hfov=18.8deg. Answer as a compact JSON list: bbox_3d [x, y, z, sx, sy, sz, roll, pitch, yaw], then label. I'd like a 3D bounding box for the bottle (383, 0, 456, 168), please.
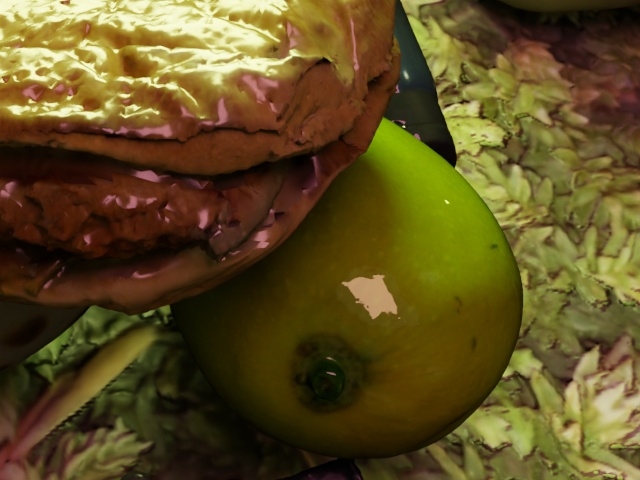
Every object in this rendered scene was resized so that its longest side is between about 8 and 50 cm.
[{"bbox_3d":[0.022,-0.141,1.272,0.072,0.082,0.244,-27,63,14],"label":"bottle"}]

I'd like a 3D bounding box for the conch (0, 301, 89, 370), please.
[{"bbox_3d":[-0.231,-0.006,1.085,0.275,0.148,0.182,15,44,-1],"label":"conch"}]

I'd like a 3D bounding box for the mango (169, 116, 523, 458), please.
[{"bbox_3d":[0.000,0.000,1.096,0.192,0.156,0.343,8,27,-21],"label":"mango"}]

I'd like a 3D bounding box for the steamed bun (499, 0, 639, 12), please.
[{"bbox_3d":[0.217,-0.330,1.341,0.324,0.219,0.309,-5,63,-17],"label":"steamed bun"}]

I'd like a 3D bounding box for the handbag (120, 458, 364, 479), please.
[{"bbox_3d":[-0.103,0.250,0.990,0.326,0.118,0.269,-15,73,-23],"label":"handbag"}]

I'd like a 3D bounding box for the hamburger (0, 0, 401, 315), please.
[{"bbox_3d":[-0.094,-0.077,0.964,0.259,0.144,0.283,14,36,20],"label":"hamburger"}]
